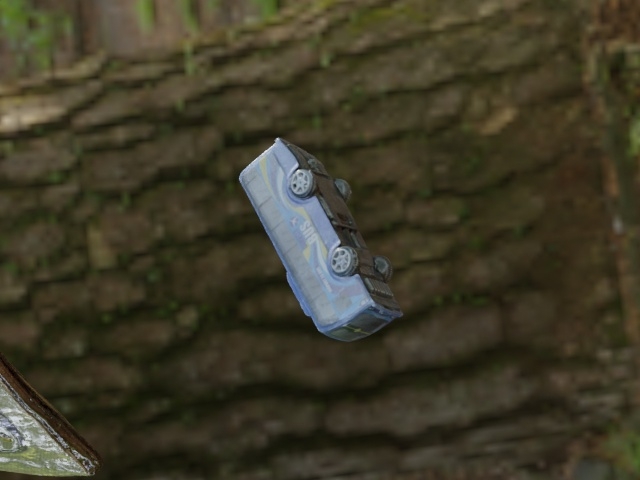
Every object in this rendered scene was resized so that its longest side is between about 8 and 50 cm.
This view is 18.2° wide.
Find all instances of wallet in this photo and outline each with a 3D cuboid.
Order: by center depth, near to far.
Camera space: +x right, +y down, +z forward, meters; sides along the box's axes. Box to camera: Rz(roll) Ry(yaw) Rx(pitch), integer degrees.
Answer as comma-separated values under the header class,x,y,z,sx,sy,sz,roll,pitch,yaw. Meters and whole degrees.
class,x,y,z,sx,sy,sz,roll,pitch,yaw
wallet,-0.391,0.142,2.048,0.275,0.068,0.335,-1,138,41

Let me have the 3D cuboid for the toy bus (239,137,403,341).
class,x,y,z,sx,sy,sz,roll,pitch,yaw
toy bus,0.000,0.002,2.155,0.094,0.079,0.236,-41,60,23
